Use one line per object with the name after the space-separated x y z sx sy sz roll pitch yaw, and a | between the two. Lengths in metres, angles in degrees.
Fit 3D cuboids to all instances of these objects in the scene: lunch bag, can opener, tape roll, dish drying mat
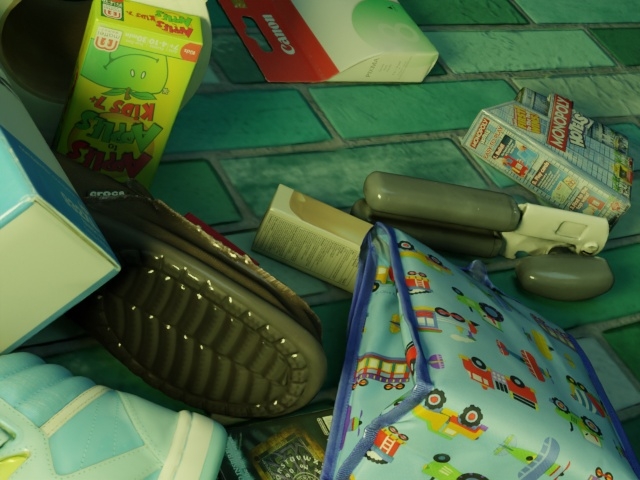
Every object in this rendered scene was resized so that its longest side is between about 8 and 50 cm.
0.133 0.106 0.964 0.221 0.138 0.293 29 33 -16 | lunch bag
0.173 0.000 1.166 0.283 0.076 0.095 9 42 -20 | can opener
-0.227 -0.227 1.053 0.246 0.246 0.169 10 42 -21 | tape roll
-0.097 0.006 1.057 0.083 0.008 0.032 36 40 9 | dish drying mat

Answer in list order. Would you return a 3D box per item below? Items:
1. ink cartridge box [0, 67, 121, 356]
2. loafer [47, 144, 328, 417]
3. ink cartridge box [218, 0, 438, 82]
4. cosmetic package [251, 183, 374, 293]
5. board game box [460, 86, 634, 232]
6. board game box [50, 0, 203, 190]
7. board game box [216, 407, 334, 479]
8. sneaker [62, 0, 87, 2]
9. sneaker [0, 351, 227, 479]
-0.317 -0.046 0.806 0.307 0.223 0.129 54 1 29 | ink cartridge box
-0.146 0.007 0.927 0.366 0.134 0.130 31 38 5 | loafer
0.006 -0.263 1.380 0.225 0.056 0.181 -3 48 -35 | ink cartridge box
0.000 0.000 1.078 0.115 0.060 0.041 25 40 -6 | cosmetic package
0.271 -0.117 1.363 0.194 0.060 0.194 26 39 -3 | board game box
-0.175 -0.123 1.016 0.092 0.181 0.043 10 42 -21 | board game box
-0.004 0.215 0.864 0.126 0.026 0.186 -5 49 -33 | board game box
-0.264 -0.256 1.212 0.209 0.069 0.082 9 28 -21 | sneaker
-0.194 0.194 0.705 0.208 0.127 0.319 26 29 -4 | sneaker
